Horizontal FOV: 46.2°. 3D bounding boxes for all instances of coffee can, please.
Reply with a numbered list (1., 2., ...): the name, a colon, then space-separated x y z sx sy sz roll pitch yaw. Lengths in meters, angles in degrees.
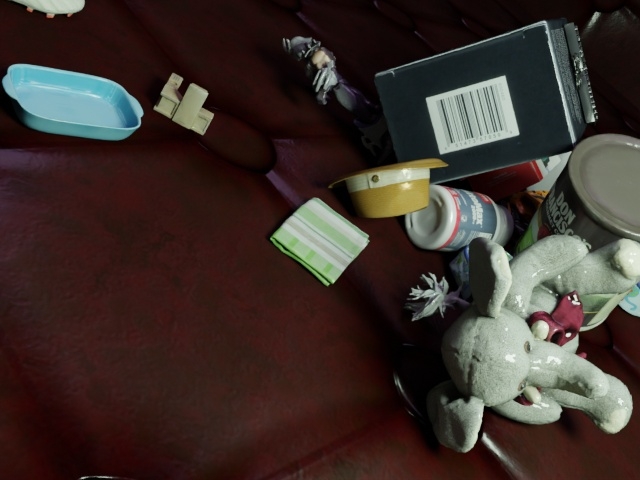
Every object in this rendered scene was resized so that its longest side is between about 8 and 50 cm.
1. coffee can: 0.442 -0.005 1.215 0.201 0.275 0.202 5 53 -7

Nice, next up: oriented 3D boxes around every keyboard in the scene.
1. keyboard: 0.468 -0.298 1.343 0.108 0.023 0.180 -9 85 -64

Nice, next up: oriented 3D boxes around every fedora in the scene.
1. fedora: 0.109 -0.078 1.189 0.194 0.194 0.079 -12 93 -50

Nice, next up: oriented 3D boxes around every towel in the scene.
1. towel: 0.000 0.000 1.092 0.113 0.023 0.152 37 34 5

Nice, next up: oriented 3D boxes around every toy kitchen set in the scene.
1. toy kitchen set: -0.196 -0.221 1.142 0.083 0.068 0.075 27 33 -14

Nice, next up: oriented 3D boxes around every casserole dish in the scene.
1. casserole dish: -0.328 -0.178 0.993 0.188 0.037 0.114 1 47 -42

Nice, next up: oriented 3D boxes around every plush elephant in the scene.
1. plush elephant: 0.254 0.131 0.944 0.329 0.272 0.255 10 15 12

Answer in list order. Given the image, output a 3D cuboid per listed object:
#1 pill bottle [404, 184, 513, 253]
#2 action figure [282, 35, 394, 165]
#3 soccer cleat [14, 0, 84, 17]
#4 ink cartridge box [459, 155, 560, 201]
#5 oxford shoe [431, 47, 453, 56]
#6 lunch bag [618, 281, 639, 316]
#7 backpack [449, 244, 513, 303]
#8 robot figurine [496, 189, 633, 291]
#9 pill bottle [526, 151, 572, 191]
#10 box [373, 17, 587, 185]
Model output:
1. pill bottle: 0.240 -0.032 1.272 0.180 0.108 0.108 6 43 -39
2. action figure: 0.038 -0.274 1.380 0.285 0.099 0.185 42 18 -7
3. soccer cleat: -0.440 -0.388 1.119 0.196 0.076 0.068 1 46 -43
4. ink cartridge box: 0.383 -0.142 1.509 0.231 0.134 0.078 -32 95 -55
5. oxford shoe: 0.313 -0.442 1.923 0.076 0.076 0.212 61 25 -18
6. lunch bag: 0.681 0.087 1.554 0.218 0.090 0.176 15 41 -28
7. backpack: 0.271 0.057 1.209 0.105 0.084 0.114 16 34 -32
8. robot figurine: 0.475 0.004 1.466 0.211 0.085 0.291 -5 50 -47
9. pill bottle: 0.605 -0.100 1.651 0.283 0.161 0.161 18 36 -27
10. box: 0.314 -0.261 1.375 0.395 0.293 0.212 -36 111 -63
